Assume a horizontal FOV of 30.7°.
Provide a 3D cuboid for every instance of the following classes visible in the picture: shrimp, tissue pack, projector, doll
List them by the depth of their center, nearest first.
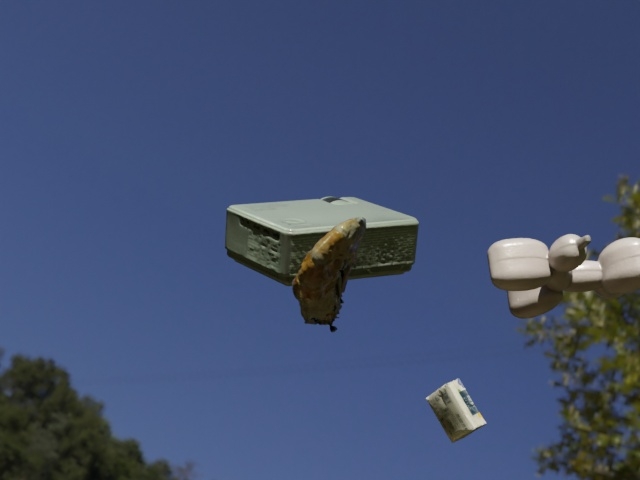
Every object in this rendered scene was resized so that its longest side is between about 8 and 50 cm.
[{"bbox_3d":[0.012,0.040,1.165,0.042,0.101,0.190,39,-24,18],"label":"shrimp"},{"bbox_3d":[0.268,0.034,1.235,0.160,0.059,0.161,-13,-27,18],"label":"doll"},{"bbox_3d":[0.211,0.266,1.818,0.062,0.042,0.083,-44,-111,42],"label":"tissue pack"},{"bbox_3d":[0.000,0.000,1.836,0.192,0.256,0.099,24,-66,51],"label":"projector"}]
